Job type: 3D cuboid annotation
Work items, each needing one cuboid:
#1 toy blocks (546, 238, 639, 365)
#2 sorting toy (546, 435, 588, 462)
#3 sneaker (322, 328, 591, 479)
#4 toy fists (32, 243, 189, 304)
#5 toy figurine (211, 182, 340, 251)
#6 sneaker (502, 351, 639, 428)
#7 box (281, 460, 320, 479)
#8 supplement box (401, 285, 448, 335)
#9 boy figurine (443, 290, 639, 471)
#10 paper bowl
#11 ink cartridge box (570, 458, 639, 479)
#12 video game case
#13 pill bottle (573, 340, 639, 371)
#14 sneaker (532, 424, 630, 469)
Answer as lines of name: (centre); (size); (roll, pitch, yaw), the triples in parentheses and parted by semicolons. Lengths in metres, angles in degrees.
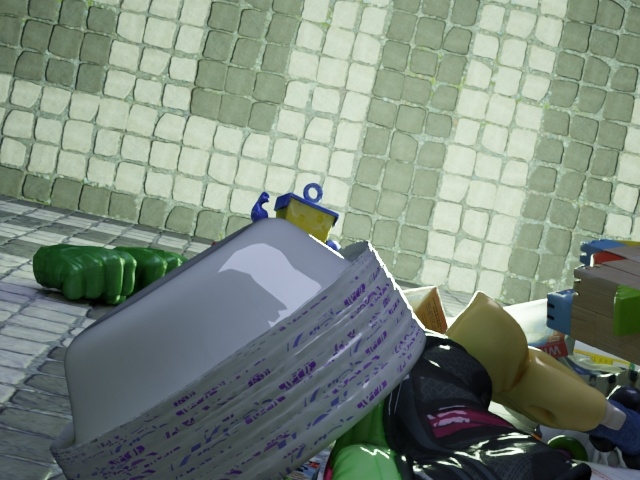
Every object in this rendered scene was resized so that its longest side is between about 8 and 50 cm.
toy blocks: (0.460, 0.068, 1.635); (0.381, 0.191, 0.261); (-8, 16, -28)
sorting toy: (0.238, 0.248, 1.315); (0.101, 0.061, 0.042); (-11, -7, 28)
sneaker: (0.099, 0.204, 0.904); (0.202, 0.185, 0.483); (20, 14, 3)
toy fists: (-0.331, 0.057, 1.987); (0.142, 0.096, 0.279); (3, -1, 38)
toy figurine: (0.000, 0.000, 2.117); (0.362, 0.217, 0.191); (22, -24, -19)
sneaker: (0.415, 0.236, 1.709); (0.182, 0.128, 0.315); (24, -8, -41)
box: (-0.074, 0.210, 1.106); (0.137, 0.027, 0.094); (13, 6, 8)
supplement box: (0.111, 0.140, 1.701); (0.080, 0.078, 0.233); (-10, 14, 25)
boy figurine: (0.227, 0.142, 1.234); (0.285, 0.092, 0.177); (31, -3, -27)
paper bowl: (-0.074, 0.088, 0.903); (0.284, 0.148, 0.284); (-32, 4, 2)
ink cartridge box: (0.301, 0.268, 1.182); (0.198, 0.067, 0.115); (13, 3, -21)
video game case: (0.232, 0.146, 1.750); (0.285, 0.025, 0.204); (-13, 12, 20)
pill bottle: (0.441, 0.209, 2.052); (0.208, 0.118, 0.117); (13, 4, 11)
sneaker: (0.374, 0.255, 1.406); (0.262, 0.099, 0.121); (10, 9, -19)
